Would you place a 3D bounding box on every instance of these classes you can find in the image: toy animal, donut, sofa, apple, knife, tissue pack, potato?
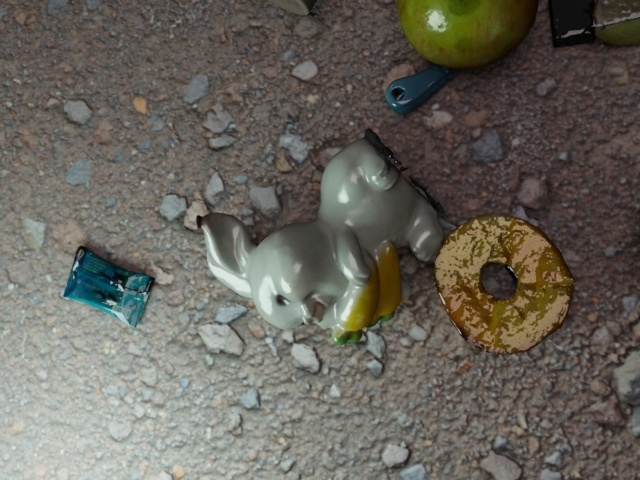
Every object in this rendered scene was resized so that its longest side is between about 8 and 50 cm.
[{"bbox_3d":[0.002,0.004,1.120,0.310,0.183,0.247,-43,66,8],"label":"toy animal"},{"bbox_3d":[0.244,0.060,1.112,0.174,0.074,0.190,-47,72,5],"label":"donut"},{"bbox_3d":[0.351,-0.335,1.156,0.060,0.039,0.117,-5,82,13],"label":"sofa"},{"bbox_3d":[0.196,-0.332,1.111,0.196,0.196,0.195,-2,82,12],"label":"apple"},{"bbox_3d":[0.197,-0.267,1.190,0.244,0.032,0.058,-36,68,1],"label":"knife"},{"bbox_3d":[-0.327,0.069,1.262,0.138,0.028,0.085,20,88,18],"label":"tissue pack"},{"bbox_3d":[0.480,-0.345,1.099,0.243,0.098,0.138,-6,78,18],"label":"potato"}]

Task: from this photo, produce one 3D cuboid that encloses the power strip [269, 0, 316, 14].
[{"bbox_3d":[-0.063,-0.400,1.202,0.154,0.154,0.078,30,93,15],"label":"power strip"}]
